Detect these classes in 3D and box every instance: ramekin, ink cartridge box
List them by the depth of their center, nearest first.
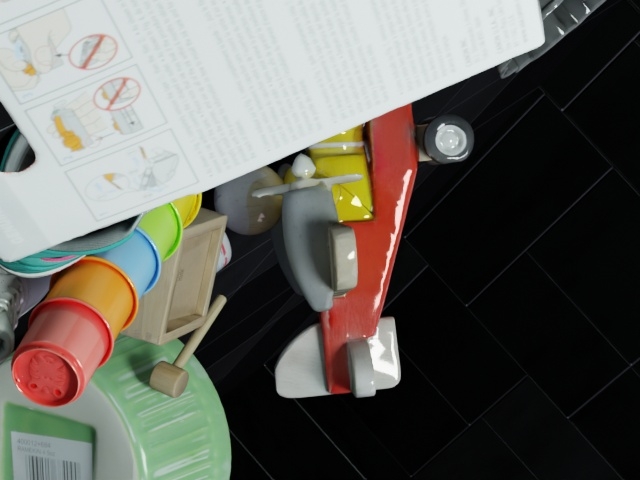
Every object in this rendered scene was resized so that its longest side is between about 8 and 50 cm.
[{"bbox_3d":[-0.072,-0.158,1.088,0.385,0.091,0.308,-22,148,1],"label":"ink cartridge box"},{"bbox_3d":[-0.267,0.242,2.100,0.303,0.303,0.148,-45,166,28],"label":"ramekin"}]

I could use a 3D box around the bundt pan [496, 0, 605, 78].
[{"bbox_3d":[0.300,-0.352,2.246,0.331,0.124,0.331,-42,173,-6],"label":"bundt pan"}]

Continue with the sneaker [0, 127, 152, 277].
[{"bbox_3d":[-0.149,-0.081,1.464,0.295,0.124,0.178,-40,-177,-7],"label":"sneaker"}]

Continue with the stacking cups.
[{"bbox_3d":[-0.187,0.024,1.594,0.096,0.096,0.316,-45,-169,28],"label":"stacking cups"}]

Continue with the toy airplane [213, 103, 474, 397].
[{"bbox_3d":[0.000,0.000,2.165,0.386,0.272,0.384,111,-8,-46],"label":"toy airplane"}]

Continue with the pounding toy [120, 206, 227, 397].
[{"bbox_3d":[-0.174,0.062,1.984,0.181,0.094,0.206,-24,129,-69],"label":"pounding toy"}]

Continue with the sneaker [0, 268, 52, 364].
[{"bbox_3d":[-0.285,0.070,1.537,0.232,0.115,0.090,-36,131,-48],"label":"sneaker"}]

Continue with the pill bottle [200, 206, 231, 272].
[{"bbox_3d":[-0.185,0.033,2.089,0.160,0.087,0.087,-38,172,-28],"label":"pill bottle"}]
